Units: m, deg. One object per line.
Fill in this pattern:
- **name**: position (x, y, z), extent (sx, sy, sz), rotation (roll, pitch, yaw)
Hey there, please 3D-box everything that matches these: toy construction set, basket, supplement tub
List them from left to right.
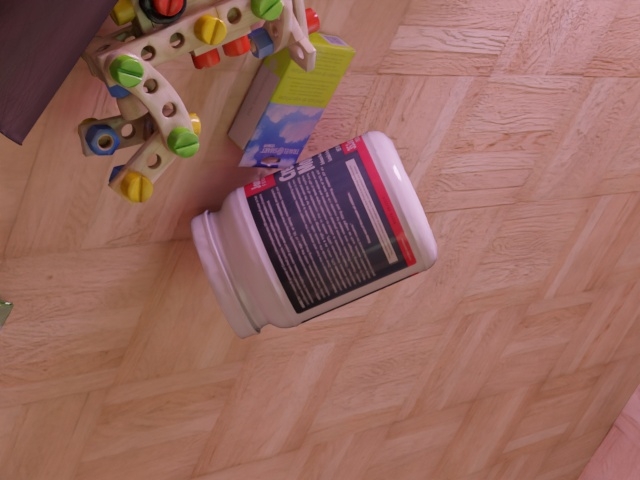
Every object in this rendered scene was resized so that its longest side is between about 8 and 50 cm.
- **basket**: position (-0.268, -0.222, 1.193), extent (0.154, 0.204, 0.227), rotation (38, 86, -18)
- **toy construction set**: position (-0.119, -0.200, 1.395), extent (0.328, 0.151, 0.215), rotation (-35, 123, -31)
- **supplement tub**: position (-0.007, -0.005, 1.649), extent (0.272, 0.191, 0.191), rotation (-23, 147, 2)

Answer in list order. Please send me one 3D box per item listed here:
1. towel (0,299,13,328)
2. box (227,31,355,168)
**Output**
- **towel**: position (-0.434, 0.126, 1.519), extent (0.152, 0.023, 0.113), rotation (-57, 149, 12)
- **box**: position (-0.040, -0.173, 1.619), extent (0.109, 0.042, 0.178), rotation (-1, 127, -49)
